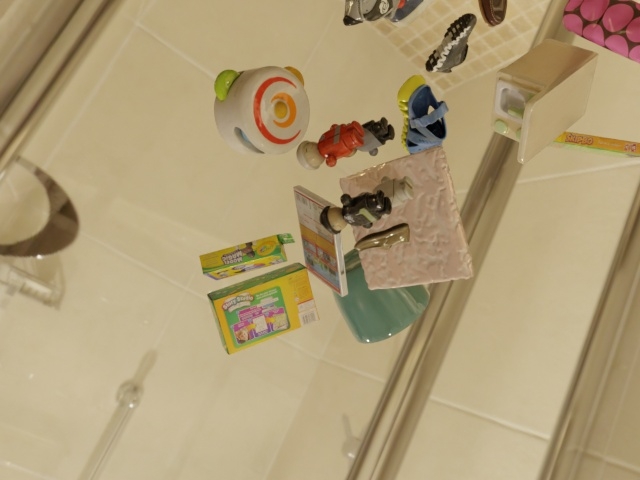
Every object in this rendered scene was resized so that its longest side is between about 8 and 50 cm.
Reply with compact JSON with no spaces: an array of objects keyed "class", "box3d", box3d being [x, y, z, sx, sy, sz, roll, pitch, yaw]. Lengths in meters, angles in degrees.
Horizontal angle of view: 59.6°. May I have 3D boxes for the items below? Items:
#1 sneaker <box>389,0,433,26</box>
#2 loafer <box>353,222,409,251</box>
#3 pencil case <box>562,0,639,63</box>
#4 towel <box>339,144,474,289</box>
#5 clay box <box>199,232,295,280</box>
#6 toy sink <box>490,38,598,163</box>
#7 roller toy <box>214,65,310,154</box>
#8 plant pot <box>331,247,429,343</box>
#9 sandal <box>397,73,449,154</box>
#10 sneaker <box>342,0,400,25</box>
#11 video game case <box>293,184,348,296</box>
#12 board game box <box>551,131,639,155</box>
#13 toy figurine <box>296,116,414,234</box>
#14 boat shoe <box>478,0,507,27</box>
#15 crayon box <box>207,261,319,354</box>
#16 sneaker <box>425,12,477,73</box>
[{"class":"sneaker","box3d":[0.305,-0.792,1.608,0.148,0.350,0.131,27,-159,-46]},{"class":"loafer","box3d":[0.152,0.003,1.368,0.147,0.056,0.050,-20,100,21]},{"class":"pencil case","box3d":[0.553,-0.404,1.033,0.095,0.098,0.209,7,-147,-45]},{"class":"towel","box3d":[0.219,-0.045,1.452,0.316,0.332,0.053,-13,-177,40]},{"class":"clay box","box3d":[-0.169,0.040,1.364,0.221,0.053,0.127,-14,169,1]},{"class":"toy sink","box3d":[0.450,-0.297,1.181,0.131,0.234,0.153,36,152,36]},{"class":"roller toy","box3d":[-0.123,-0.288,1.250,0.209,0.191,0.146,-16,-163,-40]},{"class":"plant pot","box3d":[0.168,0.149,1.811,0.235,0.293,0.293,56,157,-16]},{"class":"sandal","box3d":[0.309,-0.322,1.615,0.138,0.126,0.317,45,173,33]},{"class":"sneaker","box3d":[0.044,-0.400,0.843,0.228,0.132,0.086,11,-167,-35]},{"class":"video game case","box3d":[0.000,0.000,1.602,0.204,0.025,0.285,34,139,49]},{"class":"board game box","box3d":[0.654,-0.238,1.381,0.259,0.039,0.124,6,-174,-1]},{"class":"toy figurine","box3d":[0.071,-0.131,1.116,0.148,0.209,0.213,-19,97,34]},{"class":"boat shoe","box3d":[0.422,-0.627,1.344,0.073,0.207,0.073,-11,-175,-36]},{"class":"crayon box","box3d":[-0.156,0.186,1.559,0.081,0.278,0.166,-154,48,-67]},{"class":"sneaker","box3d":[0.450,-0.641,1.838,0.106,0.078,0.234,9,143,-26]}]
